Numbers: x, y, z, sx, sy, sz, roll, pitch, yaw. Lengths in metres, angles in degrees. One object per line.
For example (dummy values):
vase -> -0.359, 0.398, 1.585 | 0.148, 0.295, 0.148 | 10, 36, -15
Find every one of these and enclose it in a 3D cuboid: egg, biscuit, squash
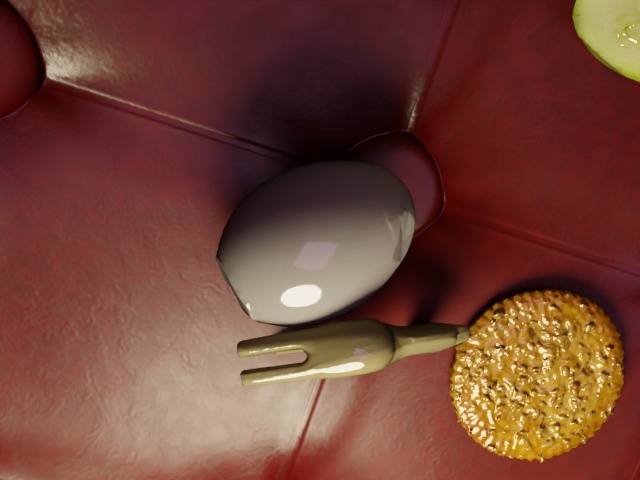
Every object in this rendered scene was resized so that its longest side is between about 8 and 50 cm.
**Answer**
egg -> 0.000, 0.000, 0.916 | 0.232, 0.176, 0.176 | -24, 107, -9
biscuit -> 0.295, 0.183, 1.085 | 0.254, 0.035, 0.254 | -2, 103, -9
squash -> 0.400, -0.263, 0.899 | 0.220, 0.220, 0.133 | 38, 92, -16

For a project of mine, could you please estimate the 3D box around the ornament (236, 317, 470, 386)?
ornament -> 0.052, 0.126, 0.958 | 0.245, 0.230, 0.061 | -9, 81, 11
